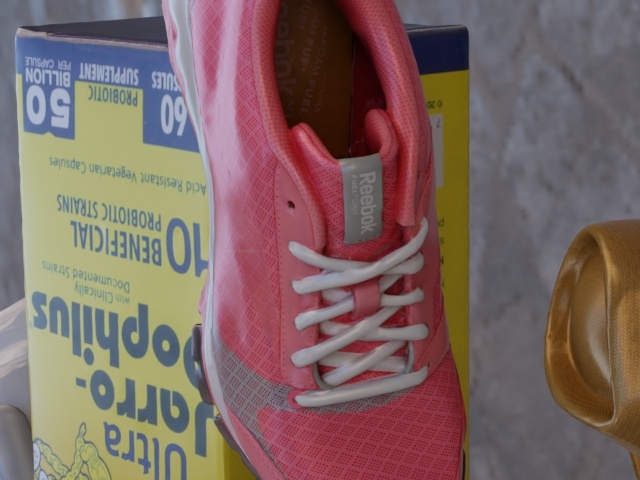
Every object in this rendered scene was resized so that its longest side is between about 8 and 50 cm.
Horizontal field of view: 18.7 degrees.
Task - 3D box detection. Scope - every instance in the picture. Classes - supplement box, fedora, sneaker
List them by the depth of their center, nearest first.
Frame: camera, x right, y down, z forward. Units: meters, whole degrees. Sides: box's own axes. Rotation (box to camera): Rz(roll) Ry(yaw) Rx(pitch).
[{"bbox_3d":[-0.001,0.000,0.838,0.136,0.116,0.314,-165,61,-77],"label":"sneaker"},{"bbox_3d":[0.159,0.048,0.939,0.194,0.079,0.194,-174,90,-75],"label":"fedora"},{"bbox_3d":[-0.044,0.051,1.144,0.194,0.195,0.357,11,106,48],"label":"supplement box"}]

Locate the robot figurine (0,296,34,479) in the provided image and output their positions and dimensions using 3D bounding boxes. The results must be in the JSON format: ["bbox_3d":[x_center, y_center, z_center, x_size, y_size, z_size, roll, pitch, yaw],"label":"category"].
[{"bbox_3d":[-0.197,0.223,1.627,0.353,0.199,0.300,63,-169,23],"label":"robot figurine"}]
